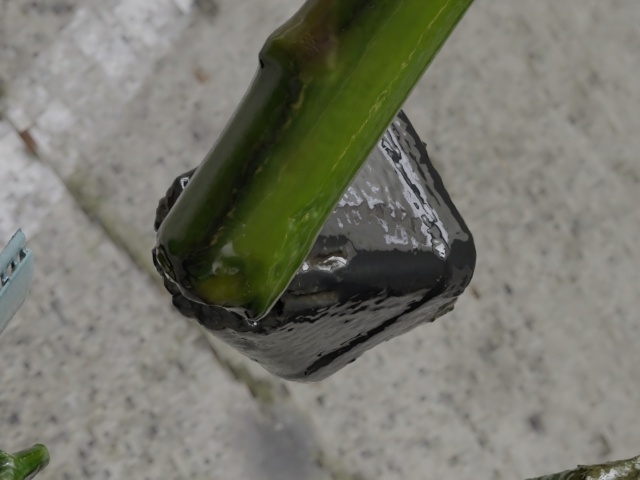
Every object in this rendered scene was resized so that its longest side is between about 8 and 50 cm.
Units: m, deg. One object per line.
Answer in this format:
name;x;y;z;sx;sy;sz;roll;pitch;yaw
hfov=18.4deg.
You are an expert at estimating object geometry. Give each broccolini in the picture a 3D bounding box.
broccolini;-0.248;0.188;1.468;0.203;0.068;0.091;-23;118;-58

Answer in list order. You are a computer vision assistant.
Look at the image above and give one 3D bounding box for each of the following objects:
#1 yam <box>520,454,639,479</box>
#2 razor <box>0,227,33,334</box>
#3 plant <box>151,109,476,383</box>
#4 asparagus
yam;0.121;0.202;1.241;0.106;0.259;0.106;8;54;-11
razor;-0.270;-0.005;1.039;0.232;0.068;0.106;25;15;-4
plant;0.000;0.000;1.220;0.256;0.164;0.141;6;54;-63
asparagus;0.024;-0.091;0.828;0.067;0.277;0.060;36;4;-1
